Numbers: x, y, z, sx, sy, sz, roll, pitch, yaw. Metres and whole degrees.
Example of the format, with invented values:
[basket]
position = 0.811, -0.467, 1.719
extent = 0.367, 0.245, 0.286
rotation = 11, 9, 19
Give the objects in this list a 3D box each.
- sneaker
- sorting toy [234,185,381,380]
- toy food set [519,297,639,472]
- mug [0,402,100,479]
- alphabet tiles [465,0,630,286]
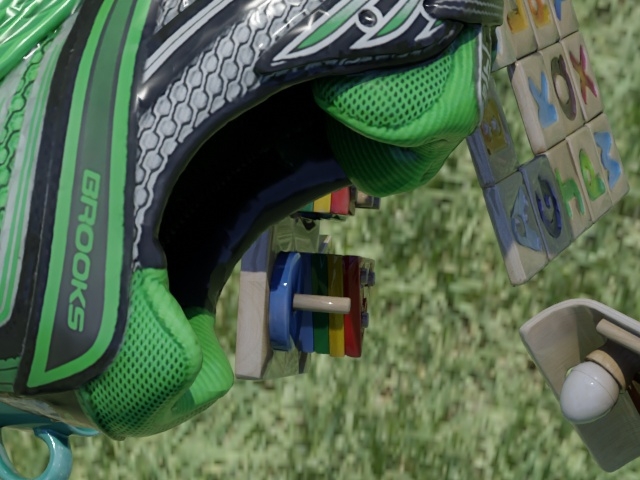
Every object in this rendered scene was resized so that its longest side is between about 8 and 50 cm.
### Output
[sneaker]
position = 0.007, -0.092, 0.542
extent = 0.146, 0.134, 0.343
rotation = 33, 80, 17
[sorting toy]
position = 0.000, 0.000, 0.935
extent = 0.046, 0.274, 0.132
rotation = 4, 88, 9
[toy food set]
position = 0.316, 0.188, 1.688
extent = 0.092, 0.219, 0.306
rotation = -43, 38, -13
[mug]
position = -0.190, 0.068, 1.260
extent = 0.097, 0.129, 0.157
rotation = 4, 44, 22
[alphabet tiles]
position = 0.073, -0.114, 0.820
extent = 0.009, 0.237, 0.198
rotation = -15, 6, 23
